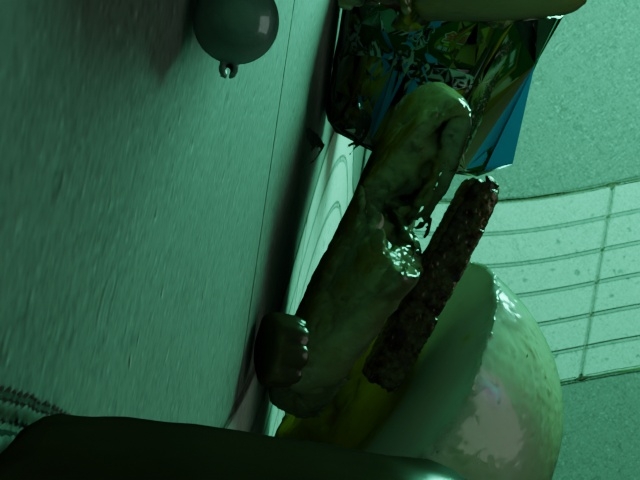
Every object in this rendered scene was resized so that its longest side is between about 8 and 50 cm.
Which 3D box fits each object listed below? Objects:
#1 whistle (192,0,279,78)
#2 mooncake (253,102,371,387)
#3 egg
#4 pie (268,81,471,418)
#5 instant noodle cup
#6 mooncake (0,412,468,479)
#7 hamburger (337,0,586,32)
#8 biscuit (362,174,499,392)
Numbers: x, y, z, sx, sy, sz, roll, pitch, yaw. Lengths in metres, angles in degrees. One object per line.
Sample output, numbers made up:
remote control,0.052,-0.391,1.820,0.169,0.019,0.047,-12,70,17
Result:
whistle,-0.030,-0.113,0.600,0.035,0.035,0.100,71,27,-84
mooncake,-0.011,-0.007,1.228,0.150,0.057,0.346,-47,-163,51
egg,0.107,0.188,1.367,0.337,0.201,0.337,-44,-162,19
pie,0.036,0.018,1.334,0.337,0.075,0.337,-62,-175,9
instant noodle cup,0.113,-0.183,1.525,0.240,0.240,0.178,-73,180,-70
mooncake,-0.029,0.192,0.397,0.284,0.156,0.284,9,90,-85
hamburger,0.072,-0.245,0.772,0.300,0.176,0.300,10,90,-86
biscuit,0.094,0.035,1.276,0.199,0.034,0.064,-61,-176,-3
